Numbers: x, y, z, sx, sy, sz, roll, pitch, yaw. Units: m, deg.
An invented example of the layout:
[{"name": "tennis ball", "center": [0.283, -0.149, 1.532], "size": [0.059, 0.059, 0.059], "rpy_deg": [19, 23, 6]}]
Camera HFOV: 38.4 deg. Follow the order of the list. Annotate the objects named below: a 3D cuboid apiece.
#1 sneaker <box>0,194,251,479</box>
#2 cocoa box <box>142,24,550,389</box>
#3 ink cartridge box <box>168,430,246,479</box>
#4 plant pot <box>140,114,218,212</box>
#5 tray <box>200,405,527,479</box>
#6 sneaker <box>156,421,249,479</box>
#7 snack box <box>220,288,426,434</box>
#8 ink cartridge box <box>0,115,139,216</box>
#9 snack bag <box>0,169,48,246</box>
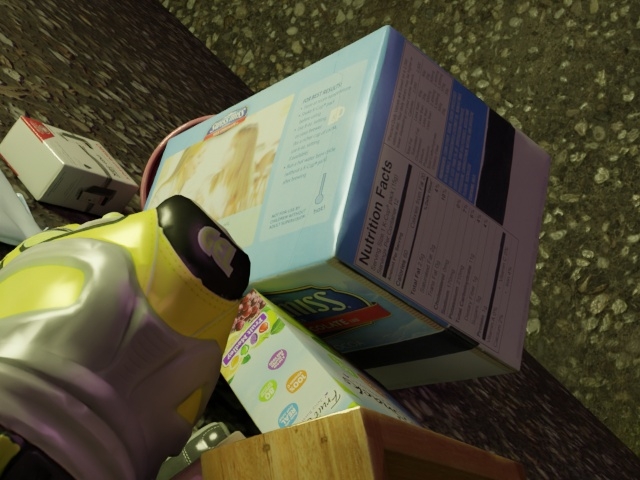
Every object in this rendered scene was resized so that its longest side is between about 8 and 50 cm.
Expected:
[{"name": "sneaker", "center": [-0.137, 0.069, 0.507], "size": [0.145, 0.147, 0.385], "rpy_deg": [48, -22, -17]}, {"name": "cocoa box", "center": [0.000, 0.000, 0.872], "size": [0.228, 0.347, 0.231], "rpy_deg": [32, 59, -32]}, {"name": "ink cartridge box", "center": [-0.034, 0.241, 0.466], "size": [0.235, 0.088, 0.193], "rpy_deg": [42, 37, 11]}, {"name": "plant pot", "center": [-0.135, -0.058, 1.219], "size": [0.201, 0.201, 0.180], "rpy_deg": [38, -4, -8]}, {"name": "tray", "center": [0.062, 0.280, 0.319], "size": [0.203, 0.076, 0.410], "rpy_deg": [34, 41, -57]}, {"name": "sneaker", "center": [-0.018, 0.216, 0.722], "size": [0.272, 0.108, 0.100], "rpy_deg": [31, 13, -43]}, {"name": "snack box", "center": [0.024, 0.142, 0.680], "size": [0.174, 0.070, 0.207], "rpy_deg": [39, 2, -34]}, {"name": "ink cartridge box", "center": [-0.297, -0.085, 1.092], "size": [0.099, 0.056, 0.135], "rpy_deg": [45, 13, 25]}, {"name": "snack bag", "center": [-0.417, -0.129, 0.805], "size": [0.323, 0.037, 0.342], "rpy_deg": [53, 10, 15]}]
